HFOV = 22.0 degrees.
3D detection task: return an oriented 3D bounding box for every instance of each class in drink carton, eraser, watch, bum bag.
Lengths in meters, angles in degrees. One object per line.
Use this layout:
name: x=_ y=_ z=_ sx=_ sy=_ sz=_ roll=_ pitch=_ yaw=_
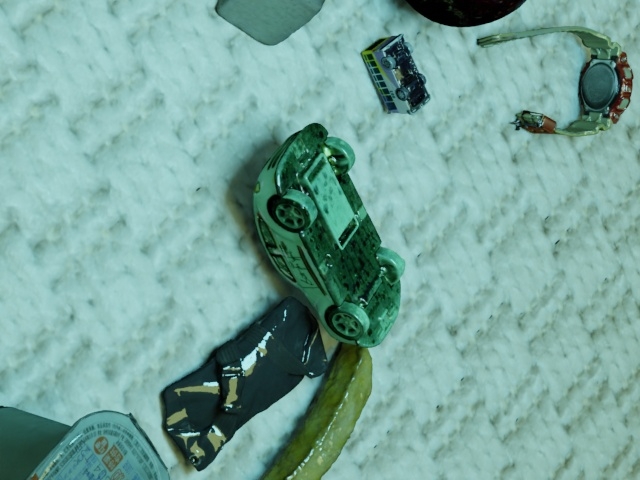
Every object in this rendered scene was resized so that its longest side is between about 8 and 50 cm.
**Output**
drink carton: x=-0.295 y=0.275 z=1.813 sx=0.191 sy=0.189 sz=0.185 roll=-51 pitch=125 yaw=-27
eraser: x=-0.018 y=-0.422 z=2.078 sx=0.111 sy=0.077 sz=0.352 roll=28 pitch=76 yaw=-39
watch: x=0.345 y=-0.234 z=2.439 sx=0.268 sy=0.102 sz=0.165 roll=-8 pitch=102 yaw=-34
bum bag: x=-0.091 y=0.178 z=2.084 sx=0.248 sy=0.060 sz=0.123 roll=-42 pitch=122 yaw=-31

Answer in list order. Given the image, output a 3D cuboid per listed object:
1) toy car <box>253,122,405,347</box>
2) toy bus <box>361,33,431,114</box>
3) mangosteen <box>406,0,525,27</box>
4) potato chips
toy car: x=0.000 y=0.000 z=2.103 sx=0.136 sy=0.125 sz=0.306 roll=-55 pitch=131 yaw=-41
toy bus: x=0.102 y=-0.221 z=2.223 sx=0.052 sy=0.058 sz=0.102 roll=-40 pitch=115 yaw=-32
mangosteen: x=0.210 y=-0.392 z=2.203 sx=0.265 sy=0.228 sz=0.228 roll=11 pitch=87 yaw=-57
potato chips: x=-0.032 y=0.286 z=2.143 sx=0.407 sy=0.080 sz=0.057 roll=-53 pitch=137 yaw=-25
